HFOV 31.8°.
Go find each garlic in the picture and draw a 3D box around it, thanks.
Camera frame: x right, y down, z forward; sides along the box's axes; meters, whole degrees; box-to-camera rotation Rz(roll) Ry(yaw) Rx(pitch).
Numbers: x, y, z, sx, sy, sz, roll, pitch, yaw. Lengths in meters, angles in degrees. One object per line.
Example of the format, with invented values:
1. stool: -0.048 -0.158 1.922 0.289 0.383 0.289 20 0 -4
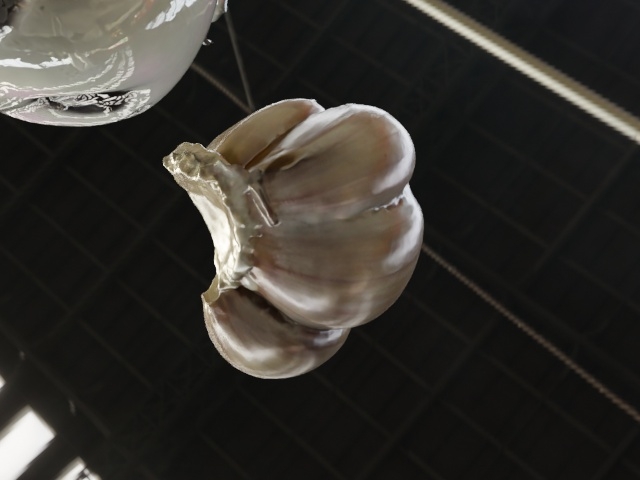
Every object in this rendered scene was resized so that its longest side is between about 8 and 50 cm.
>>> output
1. garlic: 0.000 0.000 0.854 0.191 0.214 0.160 -21 -163 -41

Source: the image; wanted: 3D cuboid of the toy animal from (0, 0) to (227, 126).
1. toy animal: -0.172 -0.195 0.606 0.250 0.310 0.251 -4 -116 9
